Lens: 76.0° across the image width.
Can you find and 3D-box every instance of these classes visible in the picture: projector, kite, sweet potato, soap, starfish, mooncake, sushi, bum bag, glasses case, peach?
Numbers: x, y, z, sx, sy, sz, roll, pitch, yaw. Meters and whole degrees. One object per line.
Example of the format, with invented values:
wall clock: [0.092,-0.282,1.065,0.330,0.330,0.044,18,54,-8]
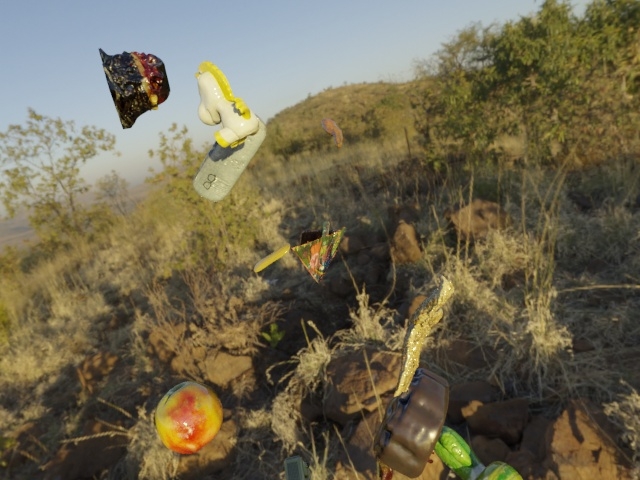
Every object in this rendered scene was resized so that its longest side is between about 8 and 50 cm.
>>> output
projector: [-0.058,0.860,1.348,0.088,0.269,0.193,-10,37,-5]
kite: [-0.001,0.045,1.396,0.016,0.233,0.321,20,24,30]
sweet potato: [0.050,-0.389,1.487,0.050,0.050,0.214,-18,43,-6]
soap: [-0.093,0.034,0.786,0.089,0.012,0.034,-33,24,15]
starfish: [0.222,0.200,0.904,0.060,0.299,0.302,24,76,19]
mooncake: [0.250,0.493,1.137,0.141,0.283,0.283,25,30,13]
sushi: [-0.496,-0.434,1.119,0.151,0.172,0.153,-17,-23,-19]
bum bag: [0.000,0.000,1.629,0.160,0.109,0.026,-2,48,-9]
glasses case: [-0.256,-0.233,1.145,0.282,0.109,0.067,-52,26,17]
peach: [-0.457,0.615,1.432,0.231,0.230,0.231,-15,16,4]

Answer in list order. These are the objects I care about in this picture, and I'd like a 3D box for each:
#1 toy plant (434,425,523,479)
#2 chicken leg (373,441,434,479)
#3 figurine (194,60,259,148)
toy plant: [0.491,0.754,1.365,0.184,0.224,0.316,-40,42,-18]
chicken leg: [0.269,0.694,1.360,0.322,0.177,0.083,-43,4,28]
figurine: [-0.198,-0.277,0.833,0.109,0.178,0.129,-33,-18,-28]
